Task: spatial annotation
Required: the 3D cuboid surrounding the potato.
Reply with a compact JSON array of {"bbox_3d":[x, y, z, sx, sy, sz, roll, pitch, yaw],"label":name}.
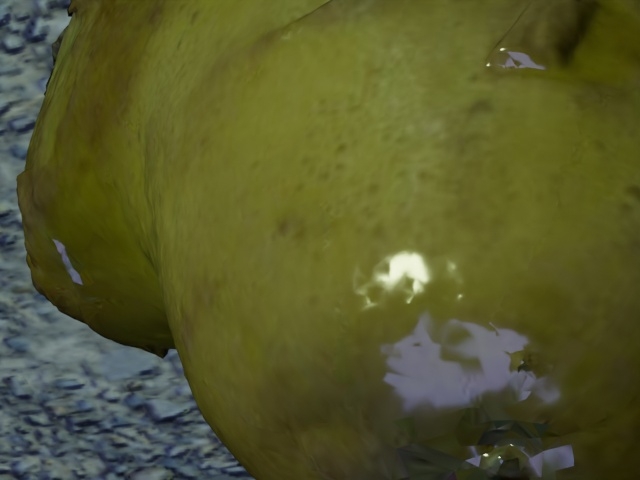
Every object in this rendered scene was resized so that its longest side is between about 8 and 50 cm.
[{"bbox_3d":[0.000,0.000,0.625,0.397,0.296,0.289,-4,124,19],"label":"potato"}]
